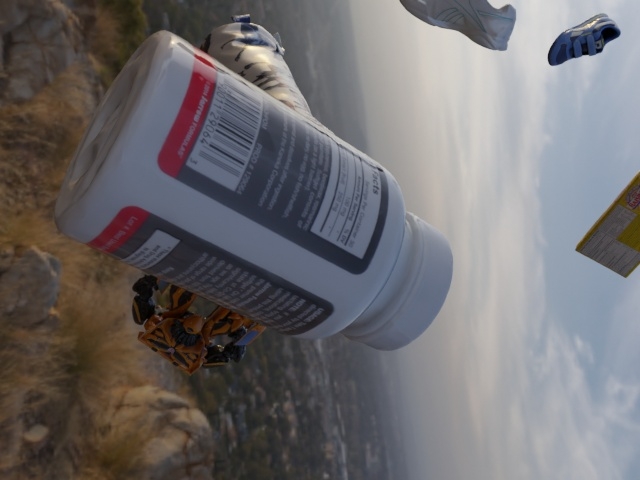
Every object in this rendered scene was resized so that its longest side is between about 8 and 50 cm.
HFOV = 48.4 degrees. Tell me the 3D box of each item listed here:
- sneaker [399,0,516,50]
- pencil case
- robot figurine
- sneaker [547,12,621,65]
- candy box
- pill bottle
[{"bbox_3d":[0.174,-0.292,0.897,0.054,0.152,0.061,-50,162,-59],"label":"sneaker"},{"bbox_3d":[-0.101,-0.259,1.350,0.410,0.183,0.160,62,2,39],"label":"pencil case"},{"bbox_3d":[-0.178,0.101,1.093,0.211,0.291,0.085,36,35,-10],"label":"robot figurine"},{"bbox_3d":[0.489,-0.368,1.323,0.059,0.144,0.053,58,1,42],"label":"sneaker"},{"bbox_3d":[0.543,-0.029,1.231,0.027,0.105,0.206,-52,171,-46],"label":"candy box"},{"bbox_3d":[-0.041,-0.020,0.610,0.318,0.176,0.176,29,38,-28],"label":"pill bottle"}]
